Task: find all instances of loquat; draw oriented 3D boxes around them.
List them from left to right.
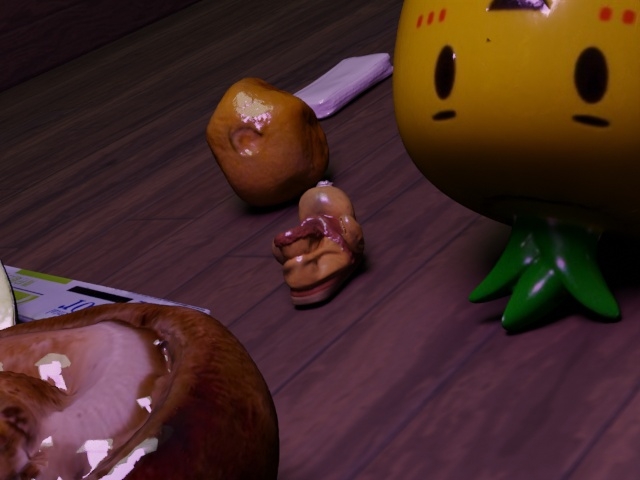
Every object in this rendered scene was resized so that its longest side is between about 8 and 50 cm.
[{"bbox_3d":[-0.050,-0.100,1.130,0.113,0.137,0.137,-40,10,25],"label":"loquat"}]

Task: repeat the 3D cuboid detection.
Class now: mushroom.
[{"bbox_3d":[-0.146,0.122,0.567,0.253,0.153,0.253,-8,20,3],"label":"mushroom"}]

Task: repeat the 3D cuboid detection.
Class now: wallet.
[{"bbox_3d":[0.022,-0.203,1.477,0.095,0.033,0.190,0,27,40],"label":"wallet"}]

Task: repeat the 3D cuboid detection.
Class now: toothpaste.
[{"bbox_3d":[-0.186,0.080,0.832,0.067,0.081,0.336,-28,21,-34],"label":"toothpaste"}]

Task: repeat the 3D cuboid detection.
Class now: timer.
[{"bbox_3d":[0.167,-0.068,0.735,0.285,0.285,0.285,-17,19,6],"label":"timer"}]

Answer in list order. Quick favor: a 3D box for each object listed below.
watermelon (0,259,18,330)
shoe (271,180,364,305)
[{"bbox_3d":[-0.286,0.101,0.806,0.137,0.145,0.193,1,53,-13],"label":"watermelon"},{"bbox_3d":[0.002,0.001,0.889,0.072,0.069,0.109,0,32,42],"label":"shoe"}]
